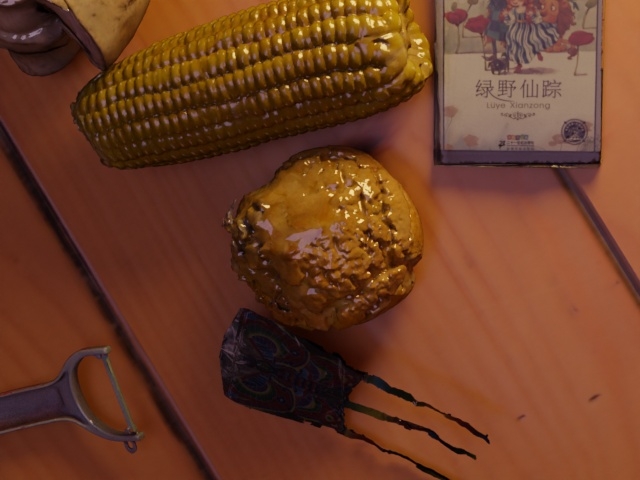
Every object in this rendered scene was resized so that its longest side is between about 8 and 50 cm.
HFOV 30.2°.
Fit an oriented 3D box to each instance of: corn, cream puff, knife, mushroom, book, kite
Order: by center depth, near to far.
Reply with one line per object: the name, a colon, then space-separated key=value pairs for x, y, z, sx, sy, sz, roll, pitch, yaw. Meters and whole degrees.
book: x=0.179 y=-0.181 z=1.083 sx=0.158 sy=0.026 sz=0.231 roll=2 pitch=100 yaw=16
corn: x=-0.071 y=-0.148 z=1.112 sx=0.345 sy=0.131 sz=0.131 roll=-15 pitch=94 yaw=20
cream puff: x=0.000 y=0.000 z=1.113 sx=0.189 sy=0.129 sz=0.189 roll=2 pitch=97 yaw=14
mushroom: x=-0.264 y=-0.272 z=1.138 sx=0.254 sy=0.195 sz=0.189 roll=26 pitch=72 yaw=18
kite: x=0.031 y=0.162 z=1.162 sx=0.286 sy=0.015 sz=0.152 roll=24 pitch=138 yaw=9
knife: x=-0.322 y=0.192 z=1.280 sx=0.278 sy=0.053 sz=0.123 roll=-14 pitch=99 yaw=19
